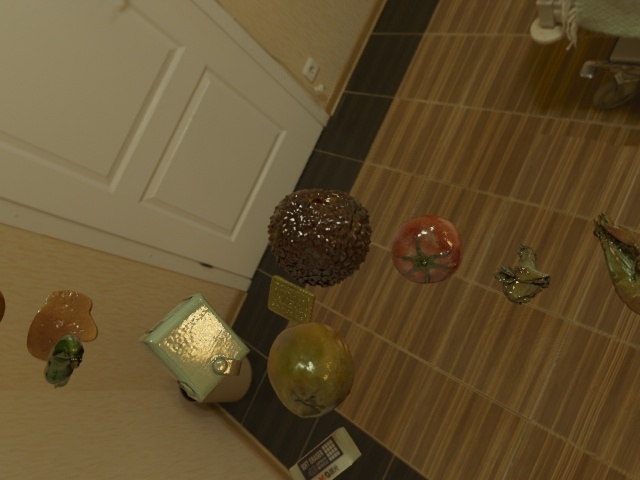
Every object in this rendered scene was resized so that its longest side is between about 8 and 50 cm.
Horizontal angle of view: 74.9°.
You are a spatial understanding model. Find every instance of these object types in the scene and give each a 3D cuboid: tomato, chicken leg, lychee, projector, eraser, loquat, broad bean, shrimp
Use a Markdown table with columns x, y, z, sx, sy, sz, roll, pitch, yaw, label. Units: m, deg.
| x | y | z | sx | sy | sz | roll | pitch | yaw | label |
| --- | --- | --- | --- | --- | --- | --- | --- | --- | --- |
| 0.401 | 0.026 | 1.566 | 0.265 | 0.265 | 0.264 | -12 | 67 | 30 | tomato |
| 0.531 | 0.084 | 1.083 | 0.196 | 0.080 | 0.125 | -30 | 60 | -32 | chicken leg |
| 0.000 | 0.000 | 1.056 | 0.268 | 0.267 | 0.267 | -12 | 67 | 30 | lychee |
| -0.315 | 0.279 | 1.071 | 0.177 | 0.242 | 0.163 | -45 | 16 | -29 | projector |
| 0.015 | 0.833 | 1.571 | 0.279 | 0.081 | 0.124 | -48 | 65 | 22 | eraser |
| -0.035 | 0.391 | 1.294 | 0.276 | 0.276 | 0.284 | -39 | 13 | 16 | loquat |
| -0.423 | 0.198 | 0.687 | 0.195 | 0.046 | 0.061 | -34 | 60 | 44 | broad bean |
| 0.650 | 0.034 | 0.881 | 0.061 | 0.145 | 0.267 | -2 | 47 | 7 | shrimp |

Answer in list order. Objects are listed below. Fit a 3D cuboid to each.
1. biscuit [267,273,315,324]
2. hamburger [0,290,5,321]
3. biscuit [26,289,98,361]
| x | y | z | sx | sy | sz | roll | pitch | yaw | label |
| --- | --- | --- | --- | --- | --- | --- | --- | --- | --- |
| -0.135 | 0.268 | 1.843 | 0.255 | 0.029 | 0.172 | 21 | 110 | 34 | biscuit |
| -0.591 | 0.107 | 0.656 | 0.115 | 0.162 | 0.162 | 30 | 91 | 21 | hamburger |
| -0.492 | 0.168 | 0.810 | 0.023 | 0.118 | 0.140 | 129 | 162 | -56 | biscuit |
